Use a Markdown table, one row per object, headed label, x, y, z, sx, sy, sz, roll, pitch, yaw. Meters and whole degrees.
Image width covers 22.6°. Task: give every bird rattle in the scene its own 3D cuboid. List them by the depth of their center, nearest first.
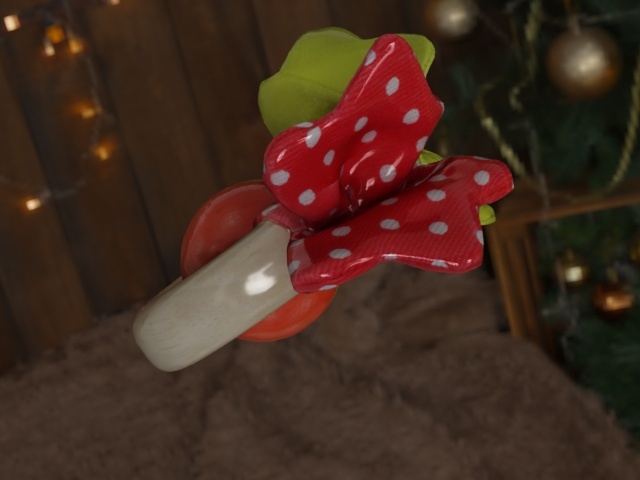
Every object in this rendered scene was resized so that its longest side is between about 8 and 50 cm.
| label | x | y | z | sx | sy | sz | roll | pitch | yaw |
| --- | --- | --- | --- | --- | --- | --- | --- | --- | --- |
| bird rattle | 0.000 | 0.000 | 0.772 | 0.207 | 0.143 | 0.253 | -38 | 12 | 15 |
